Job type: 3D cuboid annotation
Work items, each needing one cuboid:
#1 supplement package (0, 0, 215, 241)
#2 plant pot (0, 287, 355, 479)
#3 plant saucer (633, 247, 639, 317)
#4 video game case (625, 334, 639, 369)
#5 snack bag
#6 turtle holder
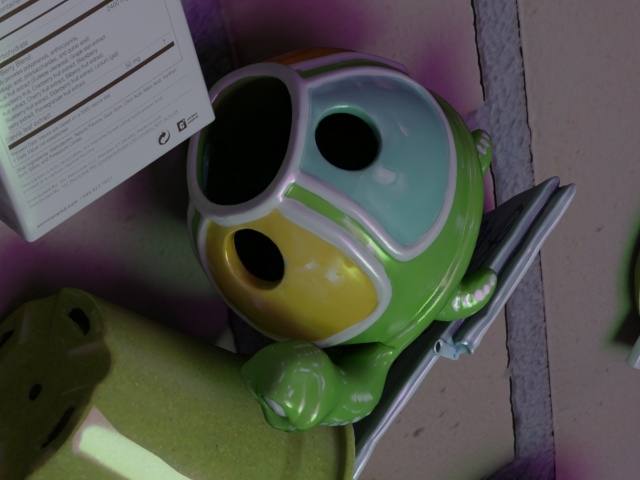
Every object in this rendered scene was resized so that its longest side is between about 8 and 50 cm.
[{"bbox_3d":[-0.220,-0.183,1.263,0.175,0.177,0.293,-35,135,-22],"label":"supplement package"},{"bbox_3d":[-0.157,0.171,1.530,0.254,0.276,0.276,36,89,-38],"label":"plant pot"},{"bbox_3d":[0.444,0.007,2.149,0.241,0.037,0.241,-24,131,-32],"label":"plant saucer"},{"bbox_3d":[0.436,0.097,2.158,0.157,0.019,0.143,17,104,-49],"label":"video game case"},{"bbox_3d":[0.100,0.096,1.704,0.342,0.037,0.323,-54,-178,-9],"label":"snack bag"},{"bbox_3d":[-0.011,-0.010,1.523,0.227,0.243,0.320,32,82,-48],"label":"turtle holder"}]
